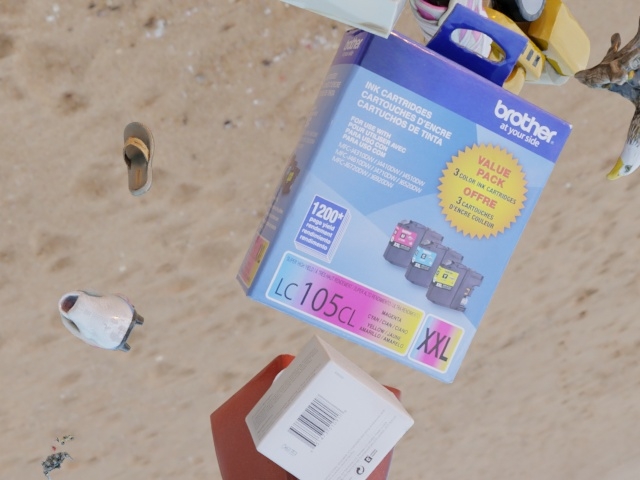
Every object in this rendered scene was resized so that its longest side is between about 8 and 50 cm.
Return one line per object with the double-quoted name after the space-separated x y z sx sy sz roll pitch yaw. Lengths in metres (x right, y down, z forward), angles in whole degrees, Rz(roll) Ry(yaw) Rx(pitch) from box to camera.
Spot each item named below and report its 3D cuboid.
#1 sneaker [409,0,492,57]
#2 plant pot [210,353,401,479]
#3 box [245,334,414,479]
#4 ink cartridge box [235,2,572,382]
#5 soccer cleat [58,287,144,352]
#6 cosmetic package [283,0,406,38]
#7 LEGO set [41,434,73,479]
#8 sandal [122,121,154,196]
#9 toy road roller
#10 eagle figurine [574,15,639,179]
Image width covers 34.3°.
0.168 -0.314 1.414 0.111 0.103 0.252 -33 139 -32 "sneaker"
-0.025 0.396 1.855 0.267 0.235 0.267 21 136 -27 "plant pot"
0.012 0.279 1.606 0.181 0.182 0.119 -50 -160 4 "box"
0.103 -0.072 1.206 0.395 0.270 0.151 -66 -166 0 "ink cartridge box"
-0.425 0.133 1.943 0.116 0.143 0.331 -63 -164 -12 "soccer cleat"
0.019 -0.228 0.923 0.041 0.115 0.060 105 10 -46 "cosmetic package"
-0.408 0.330 1.591 0.054 0.083 0.023 -21 129 2 "LEGO set"
-0.391 -0.179 2.186 0.072 0.180 0.049 -19 151 22 "sandal"
0.305 -0.321 1.817 0.203 0.240 0.329 10 167 40 "toy road roller"
0.484 -0.148 1.395 0.225 0.298 0.226 -46 -169 46 "eagle figurine"
